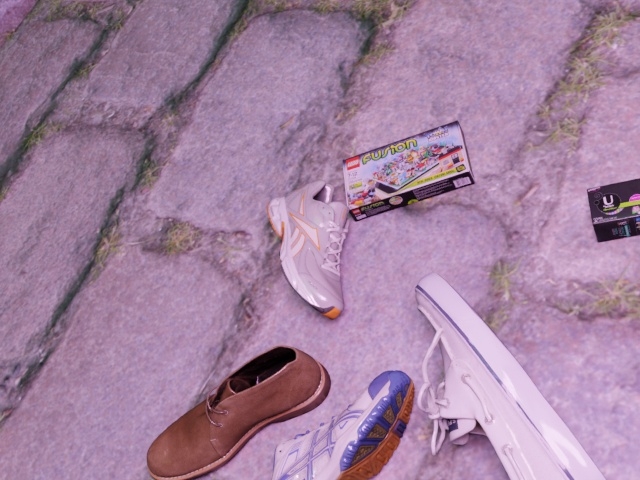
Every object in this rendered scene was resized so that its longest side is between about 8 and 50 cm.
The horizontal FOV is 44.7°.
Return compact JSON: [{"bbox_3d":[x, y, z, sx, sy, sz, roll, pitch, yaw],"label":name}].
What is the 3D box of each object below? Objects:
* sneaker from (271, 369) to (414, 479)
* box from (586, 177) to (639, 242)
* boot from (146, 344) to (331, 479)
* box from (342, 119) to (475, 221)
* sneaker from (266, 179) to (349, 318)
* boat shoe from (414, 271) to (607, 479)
[{"bbox_3d":[0.003,0.280,1.030,0.131,0.112,0.296,28,74,39],"label":"sneaker"},{"bbox_3d":[0.416,-0.042,1.069,0.083,0.052,0.062,-13,54,22],"label":"box"},{"bbox_3d":[-0.141,0.244,1.132,0.305,0.115,0.112,-32,51,6],"label":"boot"},{"bbox_3d":[0.140,-0.113,1.277,0.207,0.036,0.114,-18,51,17],"label":"box"},{"bbox_3d":[0.000,0.000,1.224,0.121,0.099,0.262,-34,49,15],"label":"sneaker"},{"bbox_3d":[0.192,0.209,0.977,0.156,0.136,0.367,-37,58,5],"label":"boat shoe"}]
